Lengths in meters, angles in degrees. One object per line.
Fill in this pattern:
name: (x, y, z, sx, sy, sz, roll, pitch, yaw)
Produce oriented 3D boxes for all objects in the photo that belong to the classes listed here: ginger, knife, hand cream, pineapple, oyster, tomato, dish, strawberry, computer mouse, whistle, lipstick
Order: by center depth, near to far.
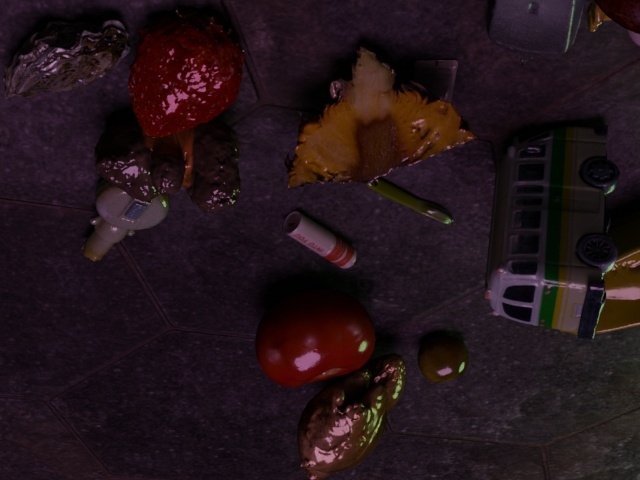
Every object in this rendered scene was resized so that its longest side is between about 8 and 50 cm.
computer mouse: (0.256, -0.289, 1.455, 0.113, 0.068, 0.229, 13, 157, 8)
strawberry: (-0.168, -0.192, 1.503, 0.146, 0.082, 0.187, 25, 116, -22)
oyster: (-0.314, -0.219, 1.506, 0.177, 0.064, 0.125, -18, 158, 1)
pineapple: (0.065, -0.166, 1.598, 0.249, 0.164, 0.140, -21, -176, 16)
hand cream: (0.147, -0.174, 1.641, 0.057, 0.037, 0.165, -2, 137, -2)
whistle: (-0.288, -0.028, 1.771, 0.104, 0.057, 0.198, 19, 138, -27)
knife: (0.134, -0.056, 1.806, 0.184, 0.022, 0.026, 24, 162, -34)
lipstick: (0.000, 0.000, 1.855, 0.038, 0.038, 0.130, -29, 137, 31)
dish: (0.464, 0.037, 1.894, 0.262, 0.108, 0.221, -19, 142, 17)
tomato: (-0.011, 0.152, 1.971, 0.195, 0.136, 0.195, -17, 165, -5)
ginger: (0.044, 0.282, 2.147, 0.166, 0.375, 0.236, 17, 97, -5)

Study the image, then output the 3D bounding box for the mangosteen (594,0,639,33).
mangosteen: (0.344, -0.323, 1.283, 0.257, 0.215, 0.215, 16, 140, -27)

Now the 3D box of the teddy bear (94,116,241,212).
teddy bear: (-0.198, -0.107, 1.616, 0.190, 0.140, 0.177, -2, -172, -3)

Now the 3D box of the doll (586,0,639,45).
doll: (0.462, -0.276, 1.451, 0.293, 0.119, 0.138, -6, -173, 4)

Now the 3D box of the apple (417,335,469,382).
apple: (0.211, 0.204, 2.132, 0.089, 0.075, 0.089, -10, 165, -3)

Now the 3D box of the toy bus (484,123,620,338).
toy bus: (0.309, -0.021, 1.661, 0.164, 0.276, 0.134, 5, 144, 7)
